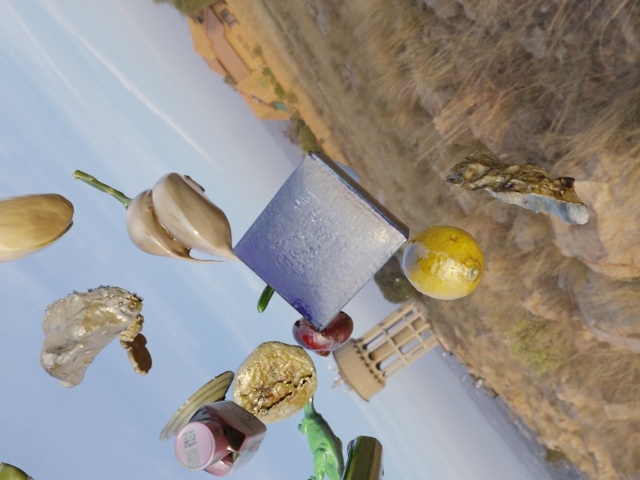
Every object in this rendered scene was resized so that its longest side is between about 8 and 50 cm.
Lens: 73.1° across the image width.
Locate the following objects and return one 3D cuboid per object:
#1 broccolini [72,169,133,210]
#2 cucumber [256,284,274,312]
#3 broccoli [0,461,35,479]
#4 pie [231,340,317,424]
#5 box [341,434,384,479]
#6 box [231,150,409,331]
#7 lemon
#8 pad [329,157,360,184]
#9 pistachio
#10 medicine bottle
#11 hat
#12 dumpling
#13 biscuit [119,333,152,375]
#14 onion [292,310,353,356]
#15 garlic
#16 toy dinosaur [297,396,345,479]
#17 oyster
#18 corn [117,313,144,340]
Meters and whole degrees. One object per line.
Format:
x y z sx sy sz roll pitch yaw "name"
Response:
-0.690 -0.123 1.475 0.391 0.079 0.074 27 -145 7 "broccolini"
-0.165 0.164 1.362 0.037 0.037 0.155 53 -142 -25 "cucumber"
-0.716 0.633 0.850 0.317 0.277 0.339 -24 -103 -45 "broccoli"
-0.161 0.520 1.553 0.339 0.339 0.077 53 174 -27 "pie"
0.083 0.557 0.946 0.345 0.097 0.134 14 -103 -78 "box"
0.000 0.000 0.919 0.261 0.279 0.116 42 -164 4 "box"
0.308 0.054 1.082 0.188 0.188 0.256 54 170 -12 "lemon"
0.120 -0.177 1.500 0.323 0.055 0.250 46 178 16 "pad"
-0.565 -0.021 0.814 0.145 0.117 0.200 37 -150 18 "pistachio"
-0.193 0.377 0.825 0.119 0.095 0.188 28 173 20 "medicine bottle"
-0.295 0.481 1.167 0.110 0.252 0.252 42 180 17 "hat"
-0.544 0.210 0.952 0.166 0.332 0.086 37 -162 -18 "dumpling"
-0.708 0.410 1.651 0.226 0.036 0.166 62 179 9 "biscuit"
0.010 0.351 1.683 0.248 0.247 0.162 -118 32 -64 "onion"
-0.369 -0.028 1.147 0.340 0.231 0.246 48 180 19 "garlic"
0.057 0.726 1.550 0.499 0.143 0.375 3 96 54 "toy dinosaur"
0.382 -0.138 0.935 0.204 0.111 0.396 11 -161 -17 "oyster"
-0.596 0.207 1.224 0.210 0.087 0.087 25 176 14 "corn"
